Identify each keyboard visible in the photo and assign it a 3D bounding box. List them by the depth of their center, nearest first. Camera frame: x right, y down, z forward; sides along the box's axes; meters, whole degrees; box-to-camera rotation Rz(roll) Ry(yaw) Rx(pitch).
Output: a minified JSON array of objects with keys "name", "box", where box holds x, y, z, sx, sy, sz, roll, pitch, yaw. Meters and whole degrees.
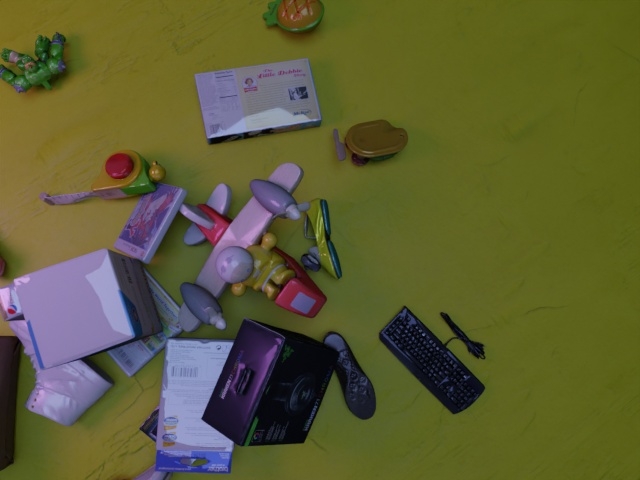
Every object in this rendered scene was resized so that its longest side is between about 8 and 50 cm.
[{"name":"keyboard","box":[0.333,0.305,1.356,0.317,0.033,0.201,45,79,0]}]

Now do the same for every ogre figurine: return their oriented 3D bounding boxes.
[{"name":"ogre figurine","box":[-0.751,-0.462,1.296,0.197,0.097,0.118,-26,68,-25]}]

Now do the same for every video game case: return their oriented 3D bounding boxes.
[{"name":"video game case","box":[-0.434,-0.052,1.246,0.023,0.183,0.201,36,75,-43]},{"name":"video game case","box":[-0.483,0.197,1.269,0.206,0.026,0.227,-42,88,-10]}]

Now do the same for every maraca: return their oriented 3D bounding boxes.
[{"name":"maraca","box":[-0.077,-0.650,1.405,0.185,0.099,0.127,15,71,20]}]

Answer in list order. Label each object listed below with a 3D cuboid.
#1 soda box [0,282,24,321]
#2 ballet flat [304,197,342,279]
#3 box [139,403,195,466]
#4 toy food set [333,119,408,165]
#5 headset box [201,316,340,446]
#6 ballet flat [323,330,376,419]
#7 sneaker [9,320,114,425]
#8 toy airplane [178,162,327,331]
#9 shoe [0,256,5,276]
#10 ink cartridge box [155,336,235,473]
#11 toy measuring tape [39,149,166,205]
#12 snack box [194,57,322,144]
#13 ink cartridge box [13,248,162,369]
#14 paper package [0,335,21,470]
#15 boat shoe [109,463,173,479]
[{"name":"soda box","box":[-0.668,0.142,1.155,0.069,0.216,0.074,-22,85,-10]},{"name":"ballet flat","box":[0.000,0.000,1.341,0.077,0.077,0.231,-14,81,12]},{"name":"box","box":[-0.316,0.428,1.248,0.159,0.044,0.233,40,79,-1]},{"name":"toy food set","box":[0.137,-0.268,1.397,0.217,0.071,0.128,-12,60,-11]},{"name":"headset box","box":[-0.111,0.333,1.153,0.131,0.283,0.246,18,81,34]},{"name":"ballet flat","box":[0.075,0.355,1.308,0.084,0.058,0.250,-27,91,-7]},{"name":"sneaker","box":[-0.670,0.317,1.184,0.292,0.108,0.169,42,77,-4]},{"name":"toy airplane","box":[-0.197,0.025,1.201,0.384,0.272,0.386,-7,96,9]},{"name":"shoe","box":[-0.850,0.023,1.229,0.063,0.081,0.178,-32,58,-22]},{"name":"ink cartridge box","box":[-0.293,0.396,1.201,0.185,0.065,0.311,4,80,-7]},{"name":"toy measuring tape","box":[-0.561,-0.167,1.277,0.330,0.121,0.121,-8,83,5]},{"name":"snack box","box":[-0.171,-0.389,1.372,0.321,0.060,0.187,-11,84,-9]},{"name":"ink cartridge box","box":[-0.508,0.154,1.122,0.197,0.270,0.198,-19,84,-8]},{"name":"paper package","box":[-0.891,0.376,1.121,0.324,0.168,0.310,0,81,-7]},{"name":"boat shoe","box":[-0.487,0.628,1.164,0.302,0.113,0.103,-42,95,-10]}]
